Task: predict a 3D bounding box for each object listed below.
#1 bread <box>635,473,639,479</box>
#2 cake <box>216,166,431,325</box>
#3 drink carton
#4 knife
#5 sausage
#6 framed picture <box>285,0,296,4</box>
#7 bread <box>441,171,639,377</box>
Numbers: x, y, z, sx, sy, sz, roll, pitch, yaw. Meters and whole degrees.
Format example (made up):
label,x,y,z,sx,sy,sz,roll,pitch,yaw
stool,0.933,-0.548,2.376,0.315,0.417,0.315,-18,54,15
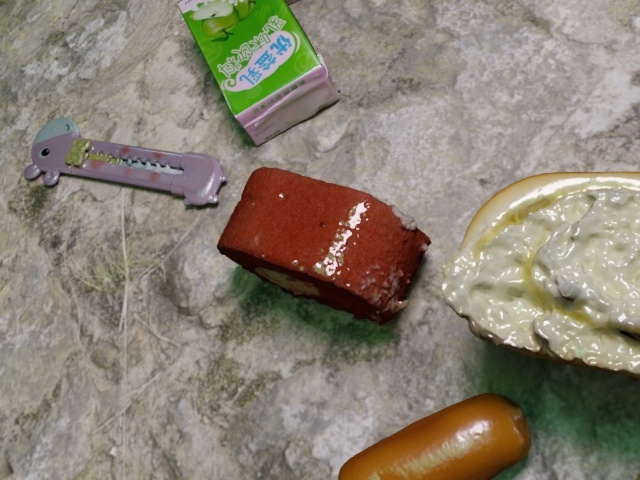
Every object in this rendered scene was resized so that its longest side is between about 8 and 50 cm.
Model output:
label,x,y,z,sx,sy,sz,roll,pitch,yaw
bread,0.376,0.317,0.704,0.156,0.158,0.260,34,79,17
cake,0.000,0.000,0.943,0.283,0.177,0.151,21,73,26
drink carton,-0.100,-0.307,1.149,0.161,0.108,0.271,-30,66,5
knife,-0.329,-0.131,1.185,0.399,0.038,0.132,12,73,21
sausage,0.132,0.256,0.834,0.238,0.098,0.098,-27,61,5
framed picture,-0.007,-0.534,1.286,0.289,0.016,0.213,-24,61,5
bread,0.316,0.041,0.777,0.316,0.270,0.211,14,85,30
